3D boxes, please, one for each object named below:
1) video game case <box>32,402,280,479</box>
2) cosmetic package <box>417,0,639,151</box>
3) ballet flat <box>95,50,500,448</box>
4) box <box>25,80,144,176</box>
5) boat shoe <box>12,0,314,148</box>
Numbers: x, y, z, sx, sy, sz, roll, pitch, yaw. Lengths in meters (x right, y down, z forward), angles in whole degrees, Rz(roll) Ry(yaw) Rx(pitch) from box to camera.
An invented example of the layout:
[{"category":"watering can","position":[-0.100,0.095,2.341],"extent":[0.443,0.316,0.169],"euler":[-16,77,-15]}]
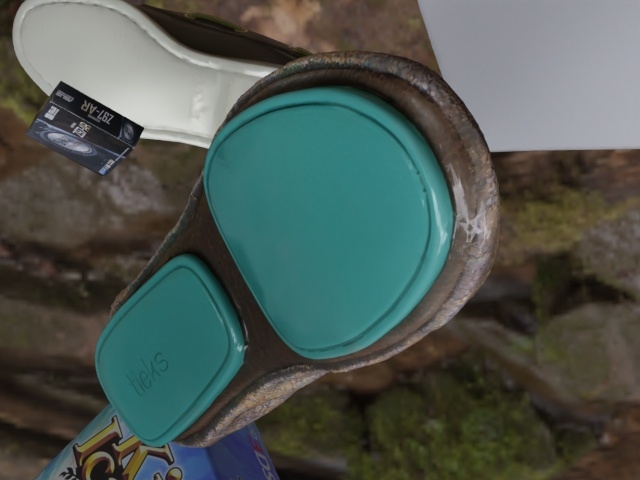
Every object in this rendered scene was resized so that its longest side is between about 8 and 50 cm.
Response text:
[{"category":"video game case","position":[-0.101,0.222,0.638],"extent":[0.244,0.269,0.061],"euler":[-44,131,11]},{"category":"cosmetic package","position":[0.261,-0.277,0.735],"extent":[0.329,0.394,0.327],"euler":[3,121,47]},{"category":"ballet flat","position":[0.000,0.000,0.539],"extent":[0.106,0.107,0.316],"euler":[-25,176,-31]},{"category":"box","position":[-0.168,-0.078,0.977],"extent":[0.067,0.018,0.083],"euler":[29,158,-16]},{"category":"boat shoe","position":[-0.111,-0.137,1.152],"extent":[0.305,0.109,0.091],"euler":[19,-159,15]}]
